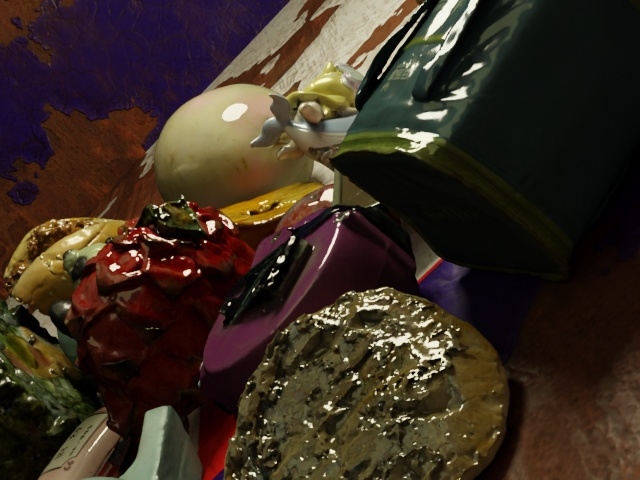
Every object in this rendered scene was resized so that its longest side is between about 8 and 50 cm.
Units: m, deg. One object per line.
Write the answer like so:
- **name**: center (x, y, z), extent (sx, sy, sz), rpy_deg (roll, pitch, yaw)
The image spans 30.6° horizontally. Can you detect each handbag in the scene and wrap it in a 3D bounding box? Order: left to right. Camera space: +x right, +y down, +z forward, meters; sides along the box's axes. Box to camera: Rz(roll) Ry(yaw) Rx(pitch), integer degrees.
- **handbag**: center (0.162, -0.119, 1.038), extent (0.241, 0.222, 0.263), rpy_deg (-57, 20, -11)

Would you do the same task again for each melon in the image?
- **melon**: center (-0.134, -0.123, 1.777), extent (0.223, 0.223, 0.317), rpy_deg (-55, 15, -21)

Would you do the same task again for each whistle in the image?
- **whistle**: center (-0.214, 0.292, 1.170), extent (0.163, 0.163, 0.289), rpy_deg (-43, 16, 15)

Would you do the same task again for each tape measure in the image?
- **tape measure**: center (-0.021, 0.077, 1.169), extent (0.245, 0.149, 0.231), rpy_deg (-30, 24, 48)

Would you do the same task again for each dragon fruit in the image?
- **dragon fruit**: center (-0.191, 0.094, 1.412), extent (0.244, 0.244, 0.298), rpy_deg (4, 74, 69)

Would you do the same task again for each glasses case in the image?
- **glasses case**: center (-0.327, 0.333, 1.487), extent (0.122, 0.075, 0.314), rpy_deg (-25, 28, 47)

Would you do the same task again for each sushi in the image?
- **sushi**: center (-0.478, 0.224, 1.738), extent (0.178, 0.294, 0.352), rpy_deg (-45, 13, -1)

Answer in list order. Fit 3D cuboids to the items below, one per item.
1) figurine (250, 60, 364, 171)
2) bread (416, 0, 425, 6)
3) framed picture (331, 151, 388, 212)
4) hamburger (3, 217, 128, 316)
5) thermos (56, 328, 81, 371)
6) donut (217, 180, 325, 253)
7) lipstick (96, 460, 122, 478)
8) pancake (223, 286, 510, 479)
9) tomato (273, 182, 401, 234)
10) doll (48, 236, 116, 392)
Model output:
- **figurine**: center (0.010, -0.167, 1.608), extent (0.128, 0.209, 0.183), rpy_deg (116, 146, -41)
- **bread**: center (0.243, -0.332, 1.400), extent (0.192, 0.171, 0.314), rpy_deg (-53, 18, -4)
- **framed picture**: center (0.133, -0.106, 1.290), extent (0.265, 0.018, 0.192), rpy_deg (-23, 23, 15)
- **hamburger**: center (-0.377, 0.039, 1.938), extent (0.282, 0.245, 0.155), rpy_deg (-37, 50, -16)
- **thermos**: center (-0.265, 0.075, 1.759), extent (0.286, 0.182, 0.145), rpy_deg (-39, -20, 28)
- **donut**: center (-0.074, -0.015, 1.561), extent (0.190, 0.074, 0.174), rpy_deg (-22, 12, -19)
- **lipstick**: center (-0.309, 0.380, 1.348), extent (0.274, 0.068, 0.061), rpy_deg (-58, 13, -26)
- **pancake**: center (0.024, 0.157, 0.937), extent (0.282, 0.049, 0.282), rpy_deg (-24, 40, 22)
- **tomato**: center (0.000, 0.000, 1.380), extent (0.173, 0.099, 0.189), rpy_deg (-48, 18, -7)
- **doll**: center (-0.277, 0.110, 1.617), extent (0.135, 0.234, 0.143), rpy_deg (-36, -6, 9)
